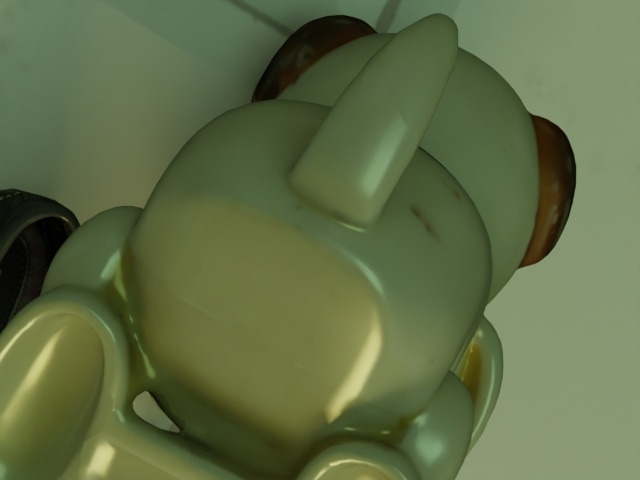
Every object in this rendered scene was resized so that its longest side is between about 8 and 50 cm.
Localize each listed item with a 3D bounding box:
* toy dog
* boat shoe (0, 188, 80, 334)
[{"bbox_3d":[0.000,0.000,1.227,0.284,0.408,0.395,19,116,12],"label":"toy dog"},{"bbox_3d":[-0.224,0.128,1.239,0.112,0.095,0.335,18,80,-30],"label":"boat shoe"}]
